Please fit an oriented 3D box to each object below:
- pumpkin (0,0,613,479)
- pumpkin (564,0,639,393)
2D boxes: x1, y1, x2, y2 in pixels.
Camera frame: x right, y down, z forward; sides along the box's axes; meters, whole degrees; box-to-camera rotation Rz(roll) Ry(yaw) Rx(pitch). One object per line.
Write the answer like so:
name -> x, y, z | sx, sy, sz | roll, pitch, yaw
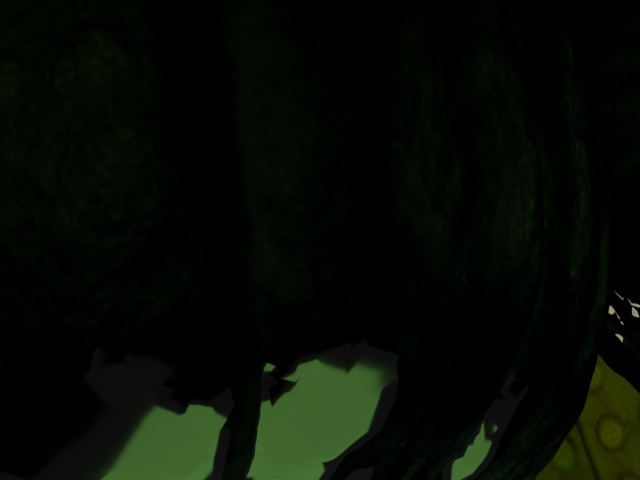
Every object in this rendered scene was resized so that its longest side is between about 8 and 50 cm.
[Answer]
pumpkin -> -0.086, -0.005, 0.565 | 0.363, 0.266, 0.363 | -7, 162, -2
pumpkin -> 0.199, -0.067, 0.654 | 0.315, 0.315, 0.238 | -25, 169, 35
